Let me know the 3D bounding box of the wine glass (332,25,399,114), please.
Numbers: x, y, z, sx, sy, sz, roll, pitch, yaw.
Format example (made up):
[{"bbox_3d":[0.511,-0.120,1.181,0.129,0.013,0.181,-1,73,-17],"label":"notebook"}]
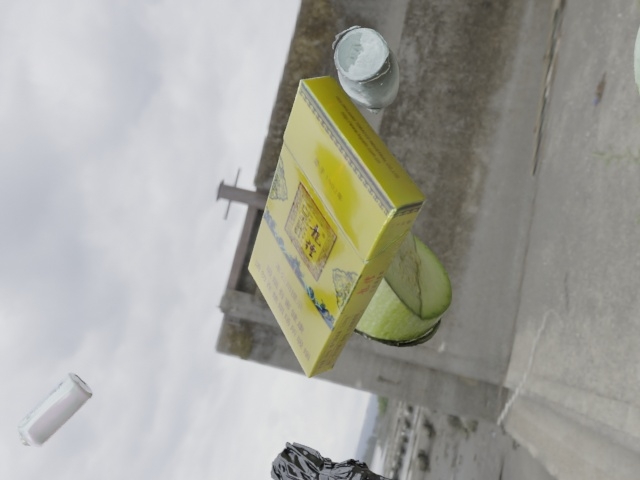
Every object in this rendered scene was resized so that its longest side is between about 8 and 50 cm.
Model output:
[{"bbox_3d":[0.090,-0.309,1.271,0.204,0.111,0.111,30,-107,-76],"label":"wine glass"}]

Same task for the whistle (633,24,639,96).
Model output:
[{"bbox_3d":[0.194,-0.138,0.358,0.198,0.104,0.057,60,176,-7],"label":"whistle"}]

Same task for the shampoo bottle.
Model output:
[{"bbox_3d":[-0.338,0.218,0.873,0.099,0.043,0.072,-47,12,-15],"label":"shampoo bottle"}]

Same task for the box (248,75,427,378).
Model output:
[{"bbox_3d":[0.000,0.000,0.665,0.153,0.041,0.279,58,148,27],"label":"box"}]

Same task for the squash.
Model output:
[{"bbox_3d":[0.106,0.036,0.997,0.133,0.220,0.220,-52,8,36],"label":"squash"}]

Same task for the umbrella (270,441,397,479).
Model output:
[{"bbox_3d":[0.048,0.509,1.471,0.118,0.340,0.118,-8,-81,-63],"label":"umbrella"}]
